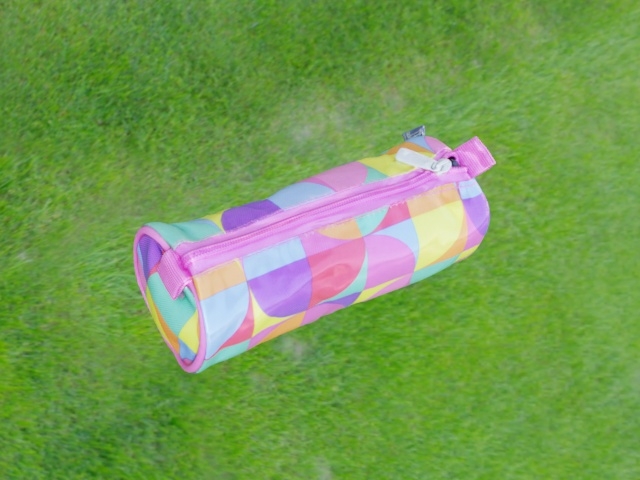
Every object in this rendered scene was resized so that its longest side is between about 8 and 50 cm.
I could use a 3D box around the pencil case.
[{"bbox_3d":[0.000,0.000,0.577,0.236,0.104,0.104,-23,97,-26],"label":"pencil case"}]
